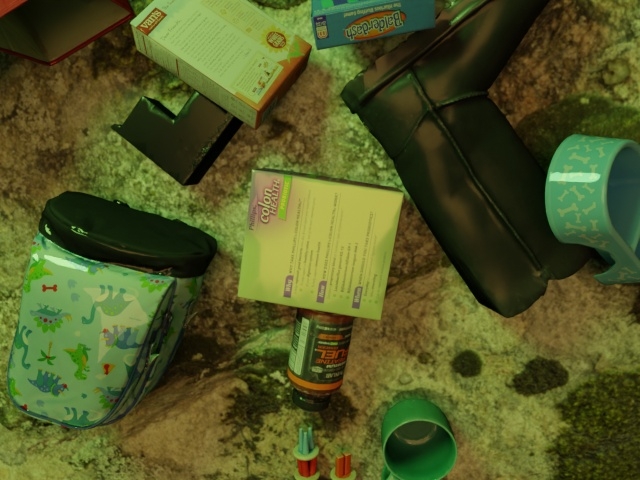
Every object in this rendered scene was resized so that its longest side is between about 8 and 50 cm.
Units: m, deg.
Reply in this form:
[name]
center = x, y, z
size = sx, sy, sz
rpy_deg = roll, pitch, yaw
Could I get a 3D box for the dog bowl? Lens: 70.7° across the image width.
[dog bowl]
center = 0.447, -0.039, 0.673
size = 0.297, 0.074, 0.165
rpy_deg = 34, 76, -30

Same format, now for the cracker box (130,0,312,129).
[cracker box]
center = -0.153, -0.307, 0.719
size = 0.232, 0.067, 0.155
rpy_deg = 35, 70, -2

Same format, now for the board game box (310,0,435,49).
[board game box]
center = 0.067, -0.350, 0.658
size = 0.160, 0.210, 0.047
rpy_deg = -8, 132, 7

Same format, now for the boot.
[boot]
center = 0.302, -0.149, 0.703
size = 0.367, 0.146, 0.445
rpy_deg = -35, 95, 13

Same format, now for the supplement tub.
[supplement tub]
center = -0.002, 0.204, 0.815
size = 0.106, 0.106, 0.197
rpy_deg = 9, 102, 3

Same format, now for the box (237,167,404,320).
[box]
center = 0.000, 0.000, 0.770
size = 0.243, 0.117, 0.213
rpy_deg = 9, 101, 2

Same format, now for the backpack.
[backpack]
center = -0.372, 0.138, 0.778
size = 0.290, 0.273, 0.355
rpy_deg = 20, 114, -6

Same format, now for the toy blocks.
[toy blocks]
center = 0.009, 0.439, 0.882
size = 0.123, 0.054, 0.148
rpy_deg = -1, 100, 6

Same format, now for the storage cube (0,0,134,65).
[storage cube]
center = -0.452, -0.418, 0.696
size = 0.215, 0.183, 0.193
rpy_deg = -25, 97, 9

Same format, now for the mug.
[mug]
center = 0.165, 0.366, 0.834
size = 0.158, 0.097, 0.129
rpy_deg = -24, 98, 9

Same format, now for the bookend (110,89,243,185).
[bookend]
center = -0.240, -0.203, 0.775
size = 0.157, 0.072, 0.156
rpy_deg = 38, 100, -2
